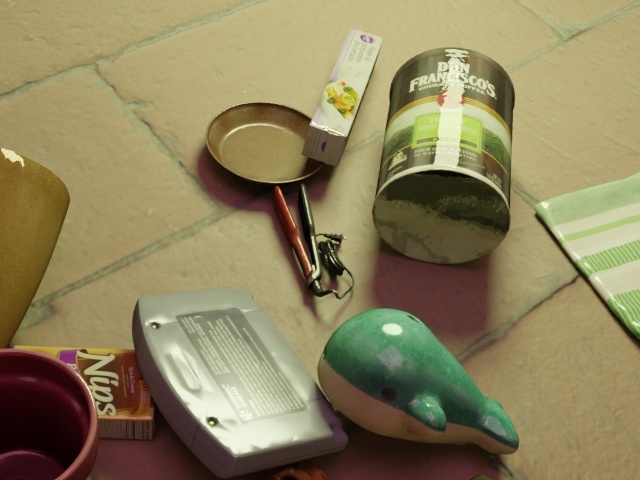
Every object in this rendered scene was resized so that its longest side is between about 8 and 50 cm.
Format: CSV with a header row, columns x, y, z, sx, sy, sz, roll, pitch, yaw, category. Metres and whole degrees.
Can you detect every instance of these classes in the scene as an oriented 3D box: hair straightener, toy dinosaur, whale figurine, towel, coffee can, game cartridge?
x,y,z,sx,sy,sz,roll,pitch,yaw,category
0.000,0.000,1.533,0.089,0.047,0.230,-9,46,-17,hair straightener
-0.015,0.296,1.285,0.112,0.064,0.211,3,36,-22,toy dinosaur
0.135,0.179,1.316,0.272,0.141,0.216,22,10,-8,whale figurine
0.520,0.028,1.600,0.248,0.038,0.325,-16,54,-20,towel
0.193,-0.131,1.578,0.202,0.201,0.275,10,49,0,coffee can
-0.118,0.172,1.307,0.196,0.060,0.294,-1,37,-36,game cartridge

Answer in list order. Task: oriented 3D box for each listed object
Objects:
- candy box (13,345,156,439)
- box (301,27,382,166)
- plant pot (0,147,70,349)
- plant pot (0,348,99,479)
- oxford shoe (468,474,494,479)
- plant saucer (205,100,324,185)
x,y,z,sx,sy,sz,roll,pitch,yaw,category
-0.303,0.193,1.320,0.187,0.053,0.109,3,48,-8,candy box
0.040,-0.243,1.711,0.063,0.067,0.324,19,40,0,box
-0.459,0.039,1.335,0.237,0.237,0.254,4,63,-6,plant pot
-0.351,0.252,1.175,0.201,0.180,0.201,4,49,-5,plant pot
0.276,0.349,1.256,0.227,0.082,0.096,26,46,12,oxford shoe
-0.086,-0.148,1.653,0.199,0.036,0.198,6,45,-6,plant saucer
